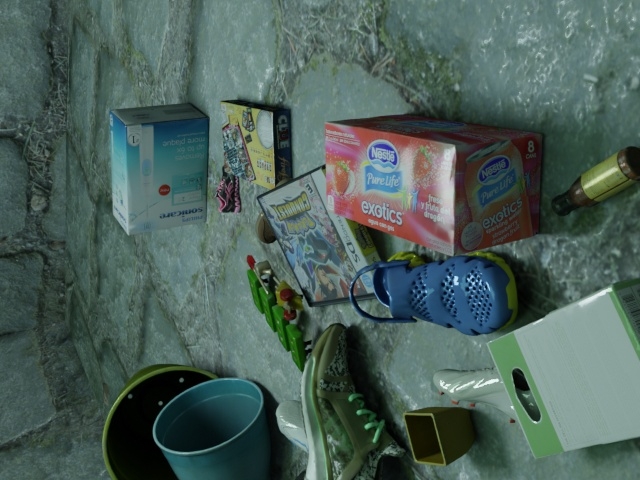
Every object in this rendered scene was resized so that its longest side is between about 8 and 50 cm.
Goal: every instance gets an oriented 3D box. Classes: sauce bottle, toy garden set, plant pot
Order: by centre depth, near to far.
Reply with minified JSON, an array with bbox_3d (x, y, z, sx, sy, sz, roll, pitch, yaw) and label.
[{"bbox_3d":[0.320,-0.065,0.860,0.128,0.042,0.042,-37,68,56],"label":"sauce bottle"},{"bbox_3d":[0.193,0.298,1.158,0.081,0.083,0.081,-21,82,59],"label":"plant pot"},{"bbox_3d":[-0.087,0.128,1.580,0.244,0.049,0.204,49,156,44],"label":"toy garden set"},{"bbox_3d":[-0.236,0.519,1.810,0.271,0.271,0.255,25,136,54],"label":"plant pot"},{"bbox_3d":[-0.425,0.495,2.054,0.353,0.366,0.367,-172,73,-70],"label":"plant pot"}]

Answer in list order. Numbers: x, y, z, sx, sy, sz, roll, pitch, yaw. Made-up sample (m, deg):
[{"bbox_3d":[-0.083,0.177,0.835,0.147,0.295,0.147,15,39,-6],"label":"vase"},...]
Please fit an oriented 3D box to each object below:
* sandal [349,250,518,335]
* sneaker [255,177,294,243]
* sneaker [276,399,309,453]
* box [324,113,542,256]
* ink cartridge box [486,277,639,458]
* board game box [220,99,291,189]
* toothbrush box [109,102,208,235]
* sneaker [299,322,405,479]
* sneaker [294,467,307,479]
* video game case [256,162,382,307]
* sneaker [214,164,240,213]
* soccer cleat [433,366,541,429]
[{"bbox_3d":[0.155,0.083,1.099,0.317,0.138,0.126,-5,93,58],"label":"sandal"},{"bbox_3d":[-0.082,-0.042,1.523,0.071,0.066,0.188,57,145,27],"label":"sneaker"},{"bbox_3d":[-0.007,0.416,1.555,0.237,0.085,0.086,28,150,49],"label":"sneaker"},{"bbox_3d":[0.146,-0.091,1.038,0.300,0.154,0.142,24,120,56],"label":"box"},{"bbox_3d":[0.326,0.166,0.915,0.235,0.056,0.171,-44,63,56],"label":"ink cartridge box"},{"bbox_3d":[-0.141,-0.208,1.588,0.243,0.042,0.165,25,121,54],"label":"board game box"},{"bbox_3d":[-0.409,-0.183,1.877,0.126,0.216,0.296,42,133,46],"label":"toothbrush box"},{"bbox_3d":[0.071,0.357,1.374,0.182,0.158,0.410,-5,81,18],"label":"sneaker"},{"bbox_3d":[0.013,0.564,1.499,0.341,0.139,0.125,11,113,59],"label":"sneaker"},{"bbox_3d":[0.000,0.000,1.369,0.275,0.035,0.248,-17,101,60],"label":"video game case"},{"bbox_3d":[-0.224,-0.120,1.746,0.047,0.057,0.119,4,102,61],"label":"sneaker"},{"bbox_3d":[0.244,0.207,1.065,0.196,0.068,0.076,13,106,50],"label":"soccer cleat"}]
